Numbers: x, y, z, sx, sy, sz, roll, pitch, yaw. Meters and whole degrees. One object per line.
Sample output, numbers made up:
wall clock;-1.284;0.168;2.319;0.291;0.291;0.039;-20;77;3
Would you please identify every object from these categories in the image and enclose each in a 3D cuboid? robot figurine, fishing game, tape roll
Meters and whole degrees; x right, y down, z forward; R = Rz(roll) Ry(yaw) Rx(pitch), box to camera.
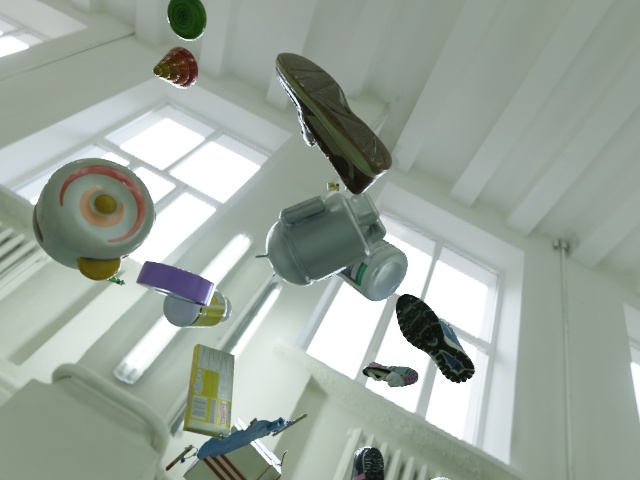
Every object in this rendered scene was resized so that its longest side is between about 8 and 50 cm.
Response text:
robot figurine;0.000;0.000;1.294;0.354;0.199;0.299;-25;-49;5
fishing game;-0.157;0.376;0.903;0.189;0.264;0.041;-49;-126;40
tape roll;-0.535;0.162;1.728;0.275;0.090;0.275;15;-15;4

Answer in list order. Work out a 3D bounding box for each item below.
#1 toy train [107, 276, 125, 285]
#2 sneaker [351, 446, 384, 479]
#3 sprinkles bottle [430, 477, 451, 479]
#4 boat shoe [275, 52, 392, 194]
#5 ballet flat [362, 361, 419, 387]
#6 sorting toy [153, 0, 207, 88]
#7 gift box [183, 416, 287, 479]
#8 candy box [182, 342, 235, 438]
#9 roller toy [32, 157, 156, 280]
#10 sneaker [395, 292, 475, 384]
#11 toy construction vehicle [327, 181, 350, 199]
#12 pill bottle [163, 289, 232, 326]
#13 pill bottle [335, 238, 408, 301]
toy train;-0.542;0.098;1.190;0.083;0.017;0.023;18;-5;5
sneaker;0.160;0.928;1.698;0.112;0.318;0.131;21;-27;-18
sprinkles bottle;0.191;0.607;0.923;0.121;0.355;0.121;1;-88;36
boat shoe;0.003;-0.243;0.973;0.342;0.123;0.123;51;-48;10
ballet flat;0.230;0.462;1.580;0.222;0.079;0.076;-4;-77;50
sorting toy;-0.410;-0.602;1.303;0.127;0.126;0.365;26;-58;9
gift box;-0.262;0.762;1.550;0.258;0.276;0.255;47;-10;6
candy box;-0.251;0.342;1.065;0.105;0.205;0.027;29;-55;-29
roller toy;-0.415;-0.046;0.856;0.191;0.209;0.146;44;-38;-20
sneaker;0.357;0.305;1.495;0.130;0.147;0.330;-38;-88;11
toy construction vehicle;0.067;-0.140;1.416;0.098;0.035;0.085;6;-58;10
pill bottle;-0.568;0.318;2.201;0.188;0.334;0.187;-4;-102;20
pill bottle;0.117;0.045;1.648;0.361;0.204;0.204;36;-38;42
